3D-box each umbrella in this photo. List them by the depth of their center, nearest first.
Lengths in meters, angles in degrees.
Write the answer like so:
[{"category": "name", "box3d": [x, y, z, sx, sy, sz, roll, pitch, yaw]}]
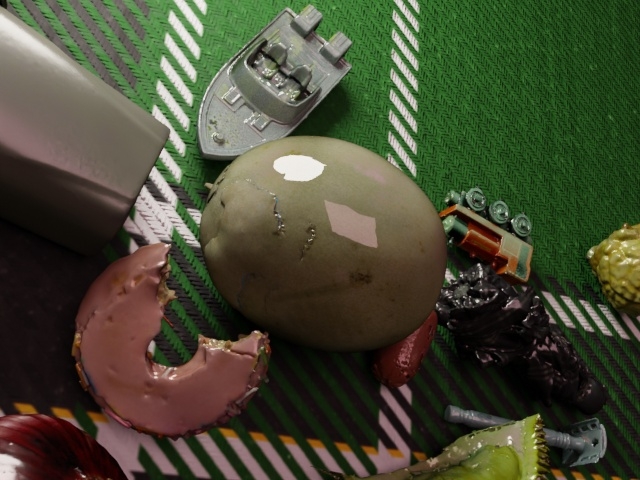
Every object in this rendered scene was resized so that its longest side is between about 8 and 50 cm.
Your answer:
[{"category": "umbrella", "box3d": [0.310, 0.179, 1.133, 0.337, 0.154, 0.128, 50, 25, -24]}]

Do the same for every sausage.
[{"category": "sausage", "box3d": [0.120, 0.148, 1.069, 0.076, 0.076, 0.141, 34, 64, -12]}]

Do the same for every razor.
[{"category": "razor", "box3d": [0.297, 0.288, 1.110, 0.231, 0.106, 0.068, 14, 65, -8]}]

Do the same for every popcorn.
[{"category": "popcorn", "box3d": [0.555, 0.048, 1.286, 0.173, 0.142, 0.174, 37, 36, -33]}]

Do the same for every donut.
[{"category": "donut", "box3d": [-0.184, 0.130, 0.884, 0.233, 0.085, 0.199, 45, 90, -2]}]

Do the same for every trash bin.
[{"category": "trash bin", "box3d": [-0.333, -0.118, 0.868, 0.250, 0.219, 0.220, 31, 63, -20]}]

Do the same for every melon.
[{"category": "melon", "box3d": [0.000, 0.000, 0.955, 0.330, 0.268, 0.269, 21, 63, -5]}]

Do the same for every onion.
[{"category": "onion", "box3d": [-0.308, 0.317, 0.726, 0.273, 0.285, 0.273, 50, 16, -20]}]

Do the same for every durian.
[{"category": "durian", "box3d": [0.173, 0.357, 0.995, 0.351, 0.158, 0.169, -12, 44, -19]}]

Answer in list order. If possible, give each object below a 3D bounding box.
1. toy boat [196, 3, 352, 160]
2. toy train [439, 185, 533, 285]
[{"category": "toy boat", "box3d": [-0.077, -0.225, 1.098, 0.141, 0.092, 0.319, 41, 60, -5]}, {"category": "toy train", "box3d": [0.269, -0.008, 1.203, 0.175, 0.074, 0.118, 27, 65, -18]}]
